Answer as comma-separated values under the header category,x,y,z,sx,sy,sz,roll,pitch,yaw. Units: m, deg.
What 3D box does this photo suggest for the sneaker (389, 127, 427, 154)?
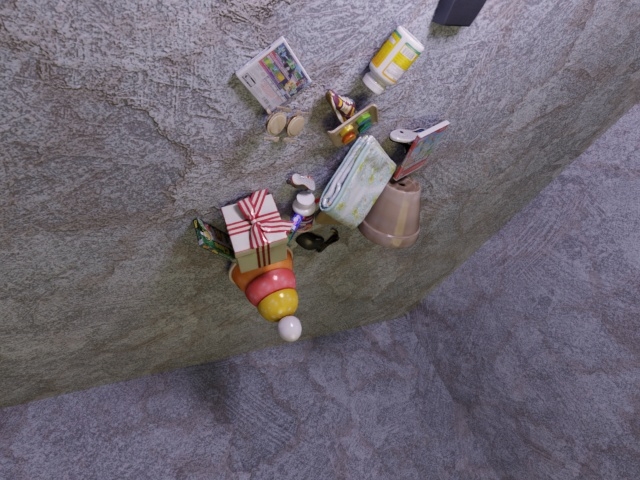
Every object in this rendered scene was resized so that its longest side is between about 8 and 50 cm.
category,x,y,z,sx,sy,sz,roll,pitch,yaw
sneaker,0.380,-0.428,1.936,0.216,0.079,0.121,-12,146,-30

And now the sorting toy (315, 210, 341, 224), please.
category,x,y,z,sx,sy,sz,roll,pitch,yaw
sorting toy,0.129,-0.195,2.149,0.229,0.041,0.307,4,134,-44

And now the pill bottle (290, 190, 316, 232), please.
category,x,y,z,sx,sy,sz,roll,pitch,yaw
pill bottle,-0.079,-0.133,1.992,0.108,0.108,0.194,-16,149,-20

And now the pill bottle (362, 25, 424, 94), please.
category,x,y,z,sx,sy,sz,roll,pitch,yaw
pill bottle,0.242,-0.609,1.489,0.117,0.118,0.208,6,136,-46

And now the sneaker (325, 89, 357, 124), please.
category,x,y,z,sx,sy,sz,roll,pitch,yaw
sneaker,0.079,-0.501,1.582,0.083,0.070,0.185,-31,160,8

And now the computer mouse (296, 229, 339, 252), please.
category,x,y,z,sx,sy,sz,roll,pitch,yaw
computer mouse,0.000,0.000,2.323,0.184,0.060,0.262,-37,150,18

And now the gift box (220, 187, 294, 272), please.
category,x,y,z,sx,sy,sz,roll,pitch,yaw
gift box,-0.261,-0.046,1.846,0.276,0.255,0.258,-22,158,-13

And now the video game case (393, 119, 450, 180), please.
category,x,y,z,sx,sy,sz,roll,pitch,yaw
video game case,0.454,-0.404,1.973,0.204,0.025,0.285,-30,160,-29

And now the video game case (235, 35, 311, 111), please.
category,x,y,z,sx,sy,sz,roll,pitch,yaw
video game case,-0.146,-0.524,1.396,0.183,0.023,0.201,-33,150,10

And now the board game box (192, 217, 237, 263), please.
category,x,y,z,sx,sy,sz,roll,pitch,yaw
board game box,-0.444,0.005,1.875,0.030,0.136,0.259,-28,153,14

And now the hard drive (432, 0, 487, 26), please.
category,x,y,z,sx,sy,sz,roll,pitch,yaw
hard drive,0.492,-0.825,1.420,0.171,0.054,0.255,-12,147,-27

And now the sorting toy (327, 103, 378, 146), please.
category,x,y,z,sx,sy,sz,roll,pitch,yaw
sorting toy,0.133,-0.438,1.692,0.208,0.038,0.193,-30,173,7

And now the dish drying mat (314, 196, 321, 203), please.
category,x,y,z,sx,sy,sz,roll,pitch,yaw
dish drying mat,0.012,-0.199,2.066,0.083,0.008,0.032,-24,152,-7

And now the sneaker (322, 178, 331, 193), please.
category,x,y,z,sx,sy,sz,roll,pitch,yaw
sneaker,0.074,-0.261,1.949,0.083,0.087,0.221,8,118,-56

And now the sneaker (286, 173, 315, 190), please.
category,x,y,z,sx,sy,sz,roll,pitch,yaw
sneaker,-0.086,-0.249,1.874,0.064,0.061,0.157,-14,162,36

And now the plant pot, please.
category,x,y,z,sx,sy,sz,roll,pitch,yaw
plant pot,0.367,-0.165,2.167,0.322,0.323,0.281,-11,131,-28

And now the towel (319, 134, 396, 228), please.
category,x,y,z,sx,sy,sz,roll,pitch,yaw
towel,0.174,-0.245,1.923,0.375,0.090,0.320,-57,147,4

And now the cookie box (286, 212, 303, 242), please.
category,x,y,z,sx,sy,sz,roll,pitch,yaw
cookie box,-0.125,-0.055,1.945,0.092,0.040,0.107,-59,179,-36

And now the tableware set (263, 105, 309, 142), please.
category,x,y,z,sx,sy,sz,roll,pitch,yaw
tableware set,-0.130,-0.415,1.543,0.194,0.039,0.128,-13,138,-55

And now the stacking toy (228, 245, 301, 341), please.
category,x,y,z,sx,sy,sz,roll,pitch,yaw
stacking toy,-0.225,0.279,2.144,0.350,0.480,0.351,-21,150,-13
